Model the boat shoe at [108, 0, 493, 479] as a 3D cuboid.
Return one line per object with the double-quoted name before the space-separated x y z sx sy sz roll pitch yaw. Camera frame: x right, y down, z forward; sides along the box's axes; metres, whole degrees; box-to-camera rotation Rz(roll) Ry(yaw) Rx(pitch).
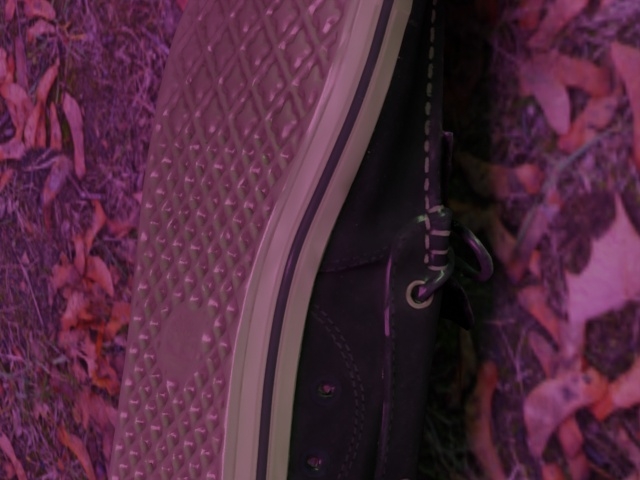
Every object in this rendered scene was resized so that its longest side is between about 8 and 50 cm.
"boat shoe" 0.000 0.000 0.788 0.187 0.156 0.500 14 95 54
